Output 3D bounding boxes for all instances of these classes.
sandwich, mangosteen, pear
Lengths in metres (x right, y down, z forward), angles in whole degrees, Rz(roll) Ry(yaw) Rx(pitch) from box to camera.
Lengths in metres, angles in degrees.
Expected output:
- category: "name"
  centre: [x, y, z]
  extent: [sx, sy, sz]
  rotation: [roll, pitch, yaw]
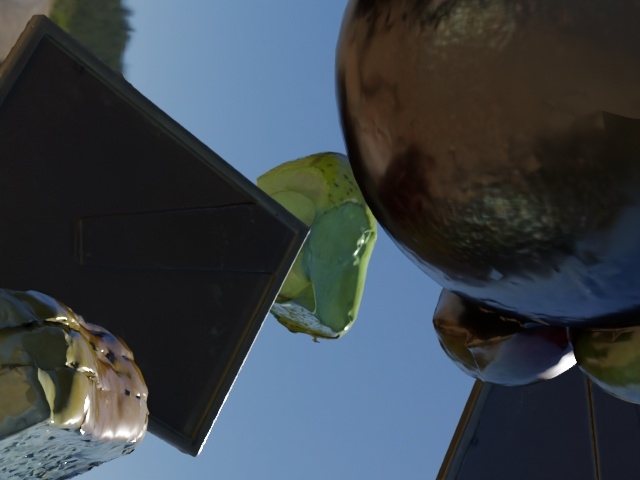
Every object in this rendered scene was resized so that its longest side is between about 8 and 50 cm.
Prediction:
- category: "sandwich"
  centre: [-0.245, 0.121, 0.658]
  extent: [0.301, 0.271, 0.099]
  rotation: [80, -7, -77]
- category: "mangosteen"
  centre: [0.160, -0.071, 0.573]
  extent: [0.300, 0.300, 0.300]
  rotation: [-173, -90, -73]
- category: "pear"
  centre: [0.000, 0.000, 1.803]
  extent: [0.281, 0.176, 0.286]
  rotation: [-66, 149, -15]

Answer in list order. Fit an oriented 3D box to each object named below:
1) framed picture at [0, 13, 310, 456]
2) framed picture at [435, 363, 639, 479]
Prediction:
- category: "framed picture"
  centre: [-0.227, 0.007, 1.275]
  extent: [0.028, 0.446, 0.326]
  rotation: [4, -119, 50]
- category: "framed picture"
  centre: [0.205, 0.110, 0.816]
  extent: [0.259, 0.189, 0.023]
  rotation: [-67, -168, -14]
